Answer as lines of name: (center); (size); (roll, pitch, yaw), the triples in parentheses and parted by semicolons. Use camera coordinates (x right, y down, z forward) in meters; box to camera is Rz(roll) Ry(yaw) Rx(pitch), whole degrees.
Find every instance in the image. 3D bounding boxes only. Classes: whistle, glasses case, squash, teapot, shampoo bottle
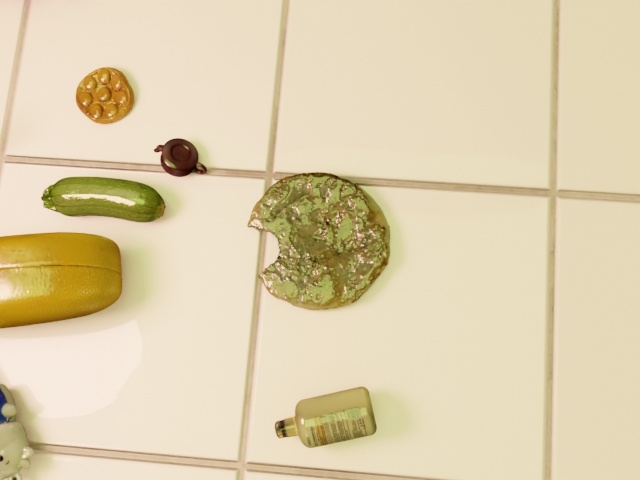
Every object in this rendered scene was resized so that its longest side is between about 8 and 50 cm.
whistle: (-0.552, 0.293, 1.182); (0.110, 0.092, 0.245); (-32, 80, 7)
glasses case: (-0.520, 0.075, 1.182); (0.370, 0.173, 0.141); (-6, 75, 2)
squash: (-0.378, -0.073, 1.258); (0.219, 0.068, 0.078); (3, 84, 4)
teapot: (-0.249, -0.143, 1.279); (0.100, 0.045, 0.068); (27, 59, -9)
shampoo bottle: (0.006, 0.290, 1.160); (0.161, 0.079, 0.079); (-13, 78, 1)

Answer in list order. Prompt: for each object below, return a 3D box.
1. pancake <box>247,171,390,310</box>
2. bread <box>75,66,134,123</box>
pancake: (0.000, 0.000, 1.241); (0.253, 0.037, 0.254); (0, 80, 3)
bread: (-0.396, -0.266, 1.320); (0.109, 0.024, 0.110); (-1, 79, 4)
